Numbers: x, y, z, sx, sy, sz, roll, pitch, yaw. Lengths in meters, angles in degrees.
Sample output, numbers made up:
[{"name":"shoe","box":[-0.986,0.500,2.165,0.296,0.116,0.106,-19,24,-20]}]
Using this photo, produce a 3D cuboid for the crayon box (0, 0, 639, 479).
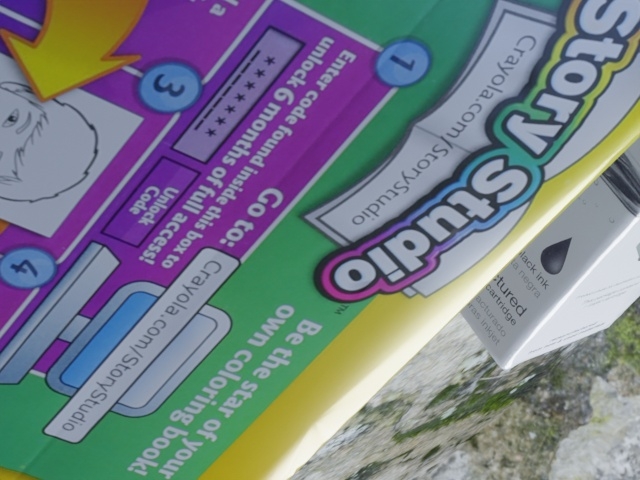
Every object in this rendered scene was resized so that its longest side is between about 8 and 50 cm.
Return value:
[{"name":"crayon box","box":[-0.080,-0.057,0.507,0.313,0.106,0.363,24,124,-31]}]

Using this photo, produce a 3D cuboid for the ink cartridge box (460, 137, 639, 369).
[{"name":"ink cartridge box","box":[0.148,-0.090,0.865,0.115,0.198,0.273,-16,152,-40]}]
